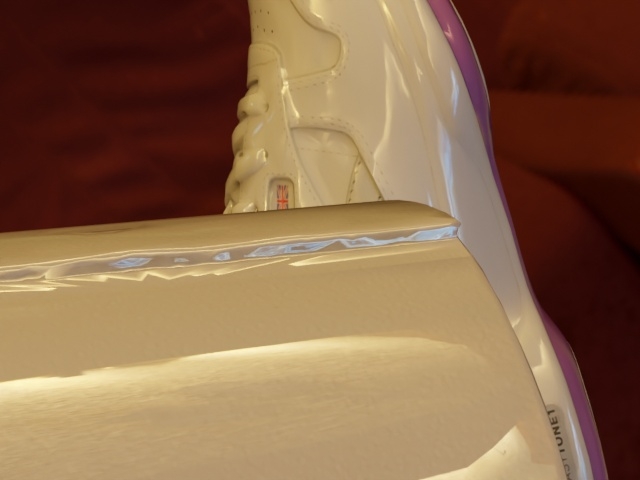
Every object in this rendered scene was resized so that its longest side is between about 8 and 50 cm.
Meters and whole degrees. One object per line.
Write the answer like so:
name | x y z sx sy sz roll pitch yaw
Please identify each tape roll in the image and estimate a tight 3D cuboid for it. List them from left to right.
tape roll | -0.047 0.116 0.490 0.169 0.246 0.246 -6 37 -15

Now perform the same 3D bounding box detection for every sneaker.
sneaker | 0.000 0.000 0.688 0.152 0.305 0.114 -18 -5 -2
